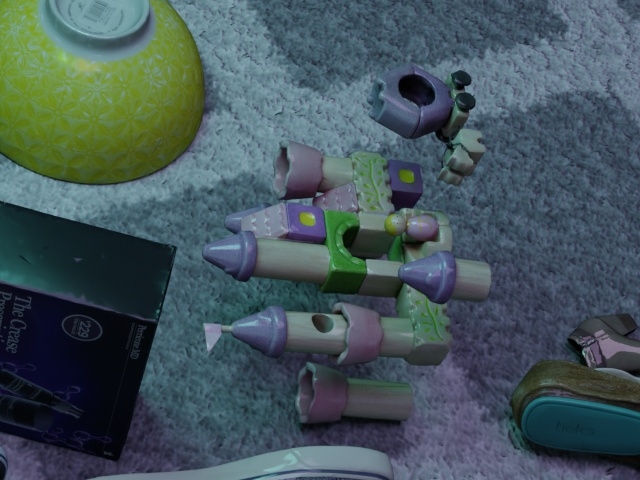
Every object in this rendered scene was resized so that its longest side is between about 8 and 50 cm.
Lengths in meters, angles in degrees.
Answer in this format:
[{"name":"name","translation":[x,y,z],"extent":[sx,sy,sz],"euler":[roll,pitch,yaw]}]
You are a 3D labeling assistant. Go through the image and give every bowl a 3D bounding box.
[{"name":"bowl","translation":[-0.263,-0.224,2.119],"extent":[0.289,0.156,0.289],"euler":[8,52,-11]}]

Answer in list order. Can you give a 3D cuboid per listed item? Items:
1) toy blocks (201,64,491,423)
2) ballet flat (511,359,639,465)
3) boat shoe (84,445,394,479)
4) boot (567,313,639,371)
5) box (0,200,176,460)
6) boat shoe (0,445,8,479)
[{"name":"toy blocks","translation":[0.000,0.000,1.925],"extent":[0.260,0.309,0.288],"euler":[7,52,-19]},{"name":"ballet flat","translation":[0.377,0.201,2.028],"extent":[0.342,0.116,0.124],"euler":[14,32,-1]},{"name":"boat shoe","translation":[-0.082,0.305,1.806],"extent":[0.341,0.127,0.158],"euler":[-7,62,-11]},{"name":"boot","translation":[0.340,0.136,2.098],"extent":[0.087,0.042,0.118],"euler":[-24,62,-23]},{"name":"box","translation":[-0.258,0.094,1.812],"extent":[0.184,0.261,0.103],"euler":[12,52,-6]},{"name":"boat shoe","translation":[-0.400,0.294,1.705],"extent":[0.301,0.108,0.102],"euler":[-33,51,-30]}]
